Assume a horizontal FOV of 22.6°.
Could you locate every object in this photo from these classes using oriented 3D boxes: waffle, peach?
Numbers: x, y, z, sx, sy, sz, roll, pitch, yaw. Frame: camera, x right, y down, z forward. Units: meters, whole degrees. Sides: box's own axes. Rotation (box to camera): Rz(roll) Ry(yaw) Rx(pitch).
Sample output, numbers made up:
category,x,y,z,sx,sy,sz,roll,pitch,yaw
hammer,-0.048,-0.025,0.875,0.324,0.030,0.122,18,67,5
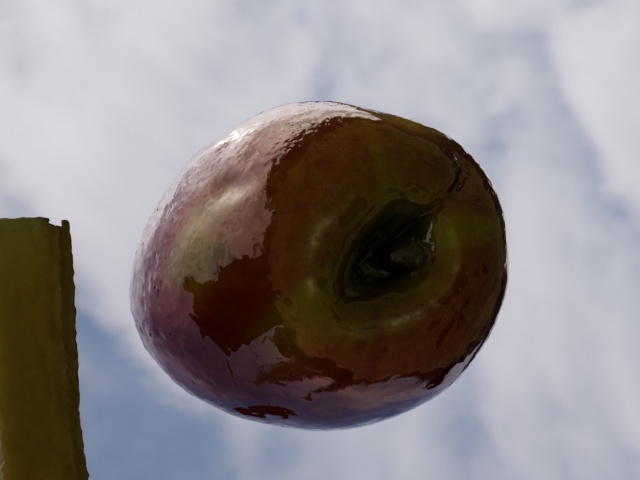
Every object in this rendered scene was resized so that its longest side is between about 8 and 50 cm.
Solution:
category,x,y,z,sx,sy,sz,roll,pitch,yaw
waffle,-0.210,0.121,0.953,0.055,0.248,0.221,4,-108,-31
peach,-0.001,0.019,1.156,0.238,0.281,0.281,57,-141,-8
